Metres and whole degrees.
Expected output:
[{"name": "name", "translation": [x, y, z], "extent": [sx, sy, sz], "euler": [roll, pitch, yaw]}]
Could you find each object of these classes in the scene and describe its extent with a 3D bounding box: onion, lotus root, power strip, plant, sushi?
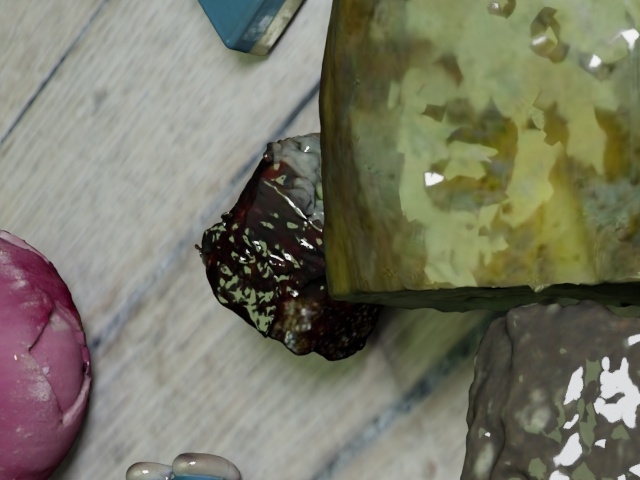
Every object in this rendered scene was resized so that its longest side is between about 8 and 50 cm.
[{"name": "onion", "translation": [-0.218, 0.074, 1.131], "extent": [0.177, 0.153, 0.177], "euler": [-31, 53, 52]}, {"name": "lotus root", "translation": [0.111, -0.103, 0.791], "extent": [0.267, 0.149, 0.260], "euler": [-2, 84, 45]}, {"name": "power strip", "translation": [-0.050, -0.160, 1.058], "extent": [0.056, 0.032, 0.123], "euler": [-54, 49, 28]}, {"name": "plant", "translation": [0.125, 0.161, 0.733], "extent": [0.146, 0.149, 0.275], "euler": [-9, 76, 21]}, {"name": "sushi", "translation": [-0.001, 0.001, 0.950], "extent": [0.094, 0.098, 0.084], "euler": [43, 122, 21]}]

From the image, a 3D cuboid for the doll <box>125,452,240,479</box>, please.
[{"name": "doll", "translation": [-0.073, 0.189, 1.006], "extent": [0.114, 0.085, 0.152], "euler": [-18, 61, 34]}]
